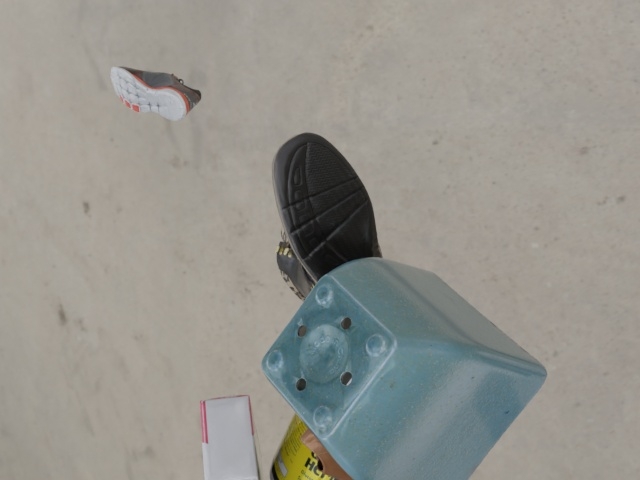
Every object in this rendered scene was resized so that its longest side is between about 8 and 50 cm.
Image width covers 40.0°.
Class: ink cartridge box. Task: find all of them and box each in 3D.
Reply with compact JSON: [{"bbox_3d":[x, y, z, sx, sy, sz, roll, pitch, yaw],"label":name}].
[{"bbox_3d":[-0.150,0.391,1.537,0.218,0.092,0.158,90,172,-54],"label":"ink cartridge box"}]

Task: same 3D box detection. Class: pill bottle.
[{"bbox_3d":[0.043,0.333,1.565,0.188,0.188,0.334,46,128,32],"label":"pill bottle"}]

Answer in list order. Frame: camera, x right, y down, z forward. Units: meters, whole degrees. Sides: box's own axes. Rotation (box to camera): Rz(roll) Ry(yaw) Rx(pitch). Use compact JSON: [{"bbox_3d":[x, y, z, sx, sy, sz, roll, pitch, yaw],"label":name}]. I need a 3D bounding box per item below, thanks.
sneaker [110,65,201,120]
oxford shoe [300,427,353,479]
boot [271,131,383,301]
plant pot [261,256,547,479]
[{"bbox_3d":[-0.242,-0.223,1.303,0.158,0.065,0.061,27,134,24],"label":"sneaker"},{"bbox_3d":[0.037,0.349,1.381,0.212,0.076,0.076,53,179,-31],"label":"oxford shoe"},{"bbox_3d":[0.000,0.000,1.402,0.377,0.138,0.284,60,168,-19],"label":"boot"},{"bbox_3d":[0.076,0.164,1.100,0.248,0.252,0.247,-54,49,8],"label":"plant pot"}]
